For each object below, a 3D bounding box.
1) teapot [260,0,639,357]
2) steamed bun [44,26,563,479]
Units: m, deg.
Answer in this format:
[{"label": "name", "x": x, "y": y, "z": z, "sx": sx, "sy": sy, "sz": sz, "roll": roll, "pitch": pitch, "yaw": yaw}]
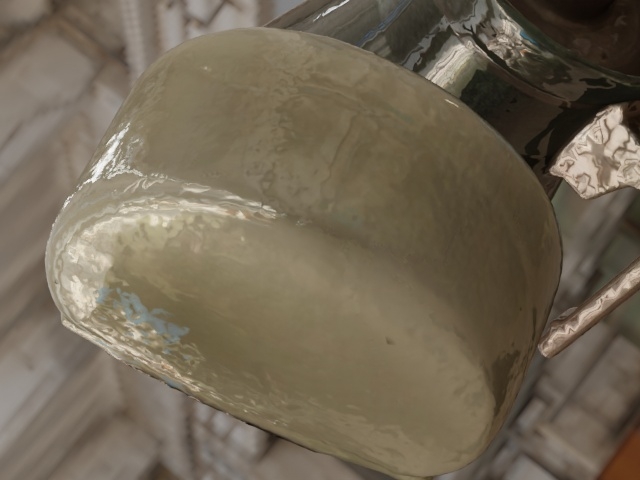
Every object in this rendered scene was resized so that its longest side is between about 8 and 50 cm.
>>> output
[{"label": "teapot", "x": 0.087, "y": -0.072, "z": 1.195, "sx": 0.253, "sy": 0.300, "sz": 0.344, "roll": -32, "pitch": -9, "yaw": -40}, {"label": "steamed bun", "x": 0.000, "y": 0.000, "z": 0.930, "sx": 0.164, "sy": 0.241, "sz": 0.146, "roll": 115, "pitch": 180, "yaw": -51}]
